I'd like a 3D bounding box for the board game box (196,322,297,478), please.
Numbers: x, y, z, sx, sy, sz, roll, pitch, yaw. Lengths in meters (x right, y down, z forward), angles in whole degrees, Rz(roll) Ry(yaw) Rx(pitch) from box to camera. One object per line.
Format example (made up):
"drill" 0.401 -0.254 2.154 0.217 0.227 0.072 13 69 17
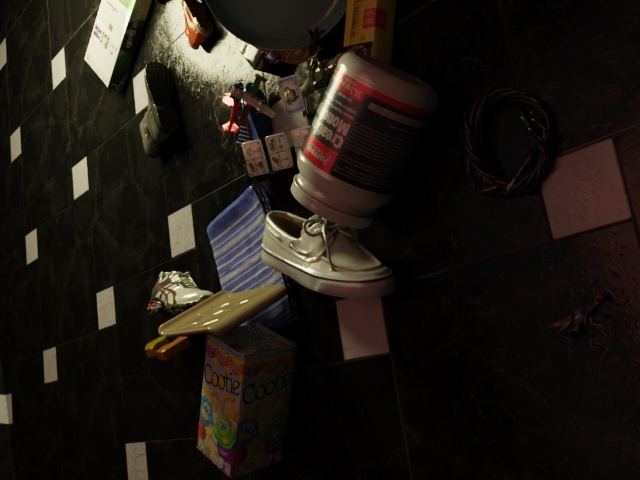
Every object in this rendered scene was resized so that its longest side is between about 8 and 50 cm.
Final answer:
"board game box" -0.162 0.338 1.392 0.144 0.142 0.275 20 107 45

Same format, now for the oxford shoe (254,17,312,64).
"oxford shoe" -0.136 -0.538 1.459 0.397 0.146 0.140 46 115 16

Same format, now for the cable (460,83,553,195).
"cable" 0.297 -0.164 1.032 0.150 0.047 0.185 -5 83 46

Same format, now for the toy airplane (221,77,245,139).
"toy airplane" -0.209 -0.324 1.586 0.151 0.028 0.151 -4 85 45

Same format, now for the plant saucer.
"plant saucer" -0.085 -0.546 1.288 0.044 0.317 0.318 -97 29 -67

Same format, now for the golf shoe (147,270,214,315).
"golf shoe" -0.361 0.133 1.666 0.272 0.105 0.120 -6 76 45

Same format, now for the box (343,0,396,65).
"box" 0.096 -0.429 1.251 0.087 0.058 0.232 8 93 47

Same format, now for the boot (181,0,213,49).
"boot" -0.345 -0.586 1.728 0.084 0.059 0.158 -46 58 40

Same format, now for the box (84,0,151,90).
"box" -0.646 -0.672 2.049 0.232 0.058 0.322 46 121 38

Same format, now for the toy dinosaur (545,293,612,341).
"toy dinosaur" 0.375 0.106 0.939 0.082 0.047 0.090 -58 37 3

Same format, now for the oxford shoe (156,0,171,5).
"oxford shoe" -0.355 -0.693 1.609 0.133 0.130 0.363 -62 12 -11

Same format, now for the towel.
"towel" -0.172 0.065 1.516 0.243 0.040 0.336 -34 64 41

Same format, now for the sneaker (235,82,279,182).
"sneaker" -0.161 -0.246 1.493 0.090 0.081 0.232 -23 72 36

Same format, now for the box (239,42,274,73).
"box" -0.141 -0.440 1.505 0.062 0.052 0.083 -56 52 30

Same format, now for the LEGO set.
"LEGO set" -0.101 -0.275 1.396 0.182 0.060 0.244 -10 100 29

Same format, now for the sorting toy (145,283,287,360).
"sorting toy" -0.240 0.177 1.362 0.229 0.307 0.041 -9 106 46

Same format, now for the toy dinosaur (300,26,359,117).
"toy dinosaur" -0.004 -0.349 1.299 0.268 0.064 0.118 155 111 -67

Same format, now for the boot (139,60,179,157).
"boot" -0.483 -0.373 1.844 0.161 0.083 0.247 -34 62 46

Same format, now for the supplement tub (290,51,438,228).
"supplement tub" 0.073 -0.179 1.163 0.191 0.191 0.272 43 117 39

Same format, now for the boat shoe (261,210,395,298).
"boat shoe" 0.006 -0.002 1.260 0.367 0.135 0.157 21 117 52
